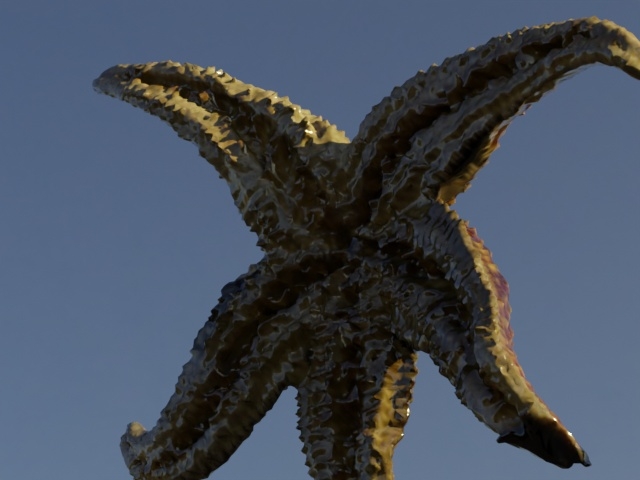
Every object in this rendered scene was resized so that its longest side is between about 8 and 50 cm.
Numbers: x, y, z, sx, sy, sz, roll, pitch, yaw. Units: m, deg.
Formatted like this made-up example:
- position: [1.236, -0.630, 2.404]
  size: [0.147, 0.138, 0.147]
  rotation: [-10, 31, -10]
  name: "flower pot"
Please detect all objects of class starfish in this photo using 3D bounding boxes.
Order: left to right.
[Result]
- position: [0.006, 0.002, 0.548]
  size: [0.057, 0.238, 0.213]
  rotation: [15, -62, -44]
  name: "starfish"
